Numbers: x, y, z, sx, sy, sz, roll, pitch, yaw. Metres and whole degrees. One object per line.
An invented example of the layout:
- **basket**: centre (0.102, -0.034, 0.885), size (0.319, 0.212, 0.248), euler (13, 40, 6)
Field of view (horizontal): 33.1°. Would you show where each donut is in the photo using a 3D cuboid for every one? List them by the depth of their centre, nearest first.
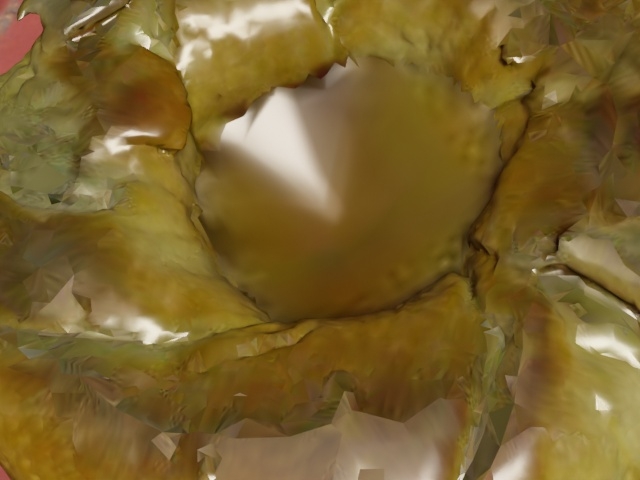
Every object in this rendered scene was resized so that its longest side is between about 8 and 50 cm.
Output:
- **donut**: centre (0.000, 0.000, 0.466), size (0.360, 0.170, 0.360), euler (-3, 60, 6)
